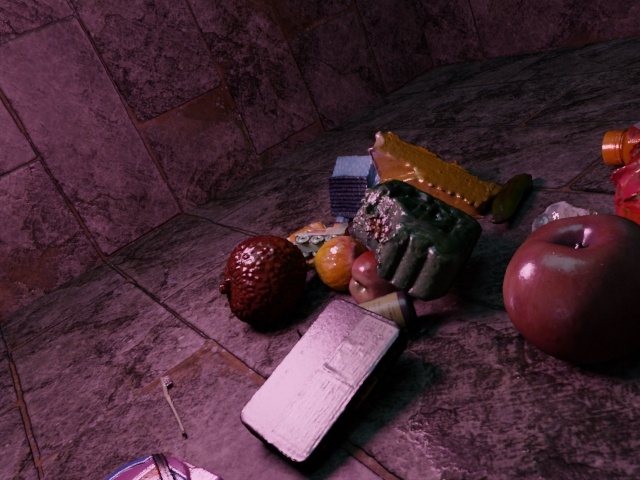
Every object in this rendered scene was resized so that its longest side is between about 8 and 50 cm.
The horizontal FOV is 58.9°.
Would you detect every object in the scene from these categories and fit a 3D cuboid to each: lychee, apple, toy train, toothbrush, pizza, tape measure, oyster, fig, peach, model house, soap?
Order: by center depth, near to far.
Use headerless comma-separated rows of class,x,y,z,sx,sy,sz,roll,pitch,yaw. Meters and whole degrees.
tape measure,-0.299,0.506,1.011,0.245,0.149,0.231,8,35,40
apple,0.491,0.079,1.057,0.306,0.235,0.306,-18,23,8
oyster,0.611,-0.030,1.373,0.252,0.087,0.199,-5,38,53
toothbrush,-0.373,0.413,1.430,0.028,0.026,0.294,-28,23,-13
peach,0.147,0.096,1.487,0.152,0.152,0.152,-20,23,9
lychee,-0.160,0.111,1.617,0.260,0.260,0.260,-20,23,9
fig,0.025,0.064,1.643,0.257,0.159,0.159,0,32,39
soap,0.351,-0.212,1.747,0.338,0.304,0.169,-7,31,35
toy train,0.000,0.000,1.749,0.176,0.074,0.118,-2,31,15
pizza,-0.043,0.019,1.905,0.188,0.080,0.204,-6,34,1
model house,0.173,-0.158,2.009,0.261,0.226,0.241,9,76,58

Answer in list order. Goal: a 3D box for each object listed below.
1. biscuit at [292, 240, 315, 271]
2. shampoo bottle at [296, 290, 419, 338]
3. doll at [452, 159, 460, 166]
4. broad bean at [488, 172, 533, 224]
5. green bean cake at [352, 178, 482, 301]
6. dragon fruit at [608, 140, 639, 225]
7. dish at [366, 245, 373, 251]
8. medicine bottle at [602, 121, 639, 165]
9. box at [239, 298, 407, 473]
biscuit,-0.005,0.055,1.759,0.153,0.030,0.234,-36,47,-29
shampoo bottle,0.087,0.203,1.349,0.284,0.101,0.101,-19,23,12
doll,0.462,-0.218,1.981,0.109,0.057,0.169,-38,34,9
broad bean,0.560,-0.128,1.671,0.077,0.061,0.339,9,38,34
green bean cake,0.220,-0.013,1.397,0.300,0.169,0.308,28,28,17
dragon fruit,0.807,-0.131,1.231,0.386,0.249,0.371,-26,18,-11
dish,0.222,0.005,1.644,0.182,0.080,0.243,15,28,3
medicine bottle,0.909,-0.261,1.561,0.222,0.112,0.149,4,35,48
box,0.009,0.287,1.179,0.211,0.058,0.350,20,59,43
